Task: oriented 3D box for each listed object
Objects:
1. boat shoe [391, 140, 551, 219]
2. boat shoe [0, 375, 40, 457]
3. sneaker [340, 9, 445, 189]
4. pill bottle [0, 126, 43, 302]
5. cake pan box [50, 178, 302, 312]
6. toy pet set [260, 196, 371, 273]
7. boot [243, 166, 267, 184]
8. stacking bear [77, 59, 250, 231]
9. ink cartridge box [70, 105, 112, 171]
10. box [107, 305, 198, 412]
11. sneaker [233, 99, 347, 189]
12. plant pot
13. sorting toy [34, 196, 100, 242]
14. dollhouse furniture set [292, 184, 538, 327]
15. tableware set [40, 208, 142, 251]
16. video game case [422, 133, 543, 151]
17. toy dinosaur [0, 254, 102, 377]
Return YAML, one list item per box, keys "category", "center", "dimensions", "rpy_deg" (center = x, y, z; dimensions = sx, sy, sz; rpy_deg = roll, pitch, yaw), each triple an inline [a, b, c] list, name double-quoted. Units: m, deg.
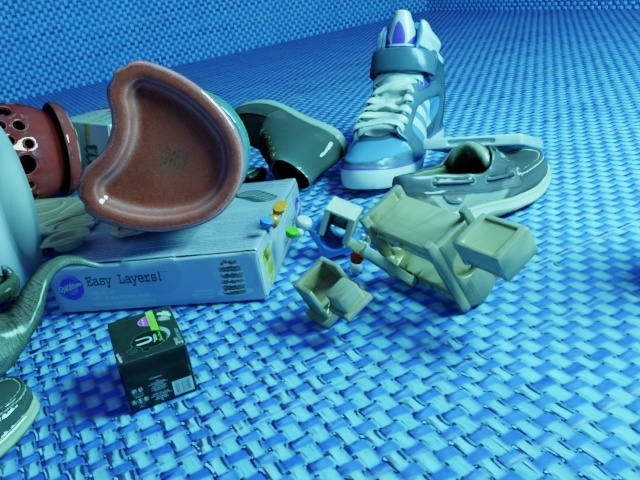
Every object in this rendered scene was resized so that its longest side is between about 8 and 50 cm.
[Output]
- category: "boat shoe"
  center: [0.197, -0.080, 0.877]
  dimensions: [0.285, 0.092, 0.103]
  rpy_deg: [-23, 23, -33]
- category: "boat shoe"
  center: [-0.327, 0.162, 0.533]
  dimensions: [0.080, 0.073, 0.223]
  rpy_deg: [11, 30, 40]
- category: "sneaker"
  center: [0.109, -0.234, 1.091]
  dimensions: [0.130, 0.236, 0.323]
  rpy_deg: [3, 25, 28]
- category: "pill bottle"
  center: [-0.562, 0.002, 0.806]
  dimensions: [0.407, 0.229, 0.229]
  rpy_deg: [-14, 23, -10]
- category: "cake pan box"
  center: [-0.172, 0.000, 0.870]
  dimensions: [0.266, 0.070, 0.246]
  rpy_deg: [-5, 21, 9]
- category: "toy pet set"
  center: [0.000, 0.000, 0.801]
  dimensions: [0.122, 0.065, 0.114]
  rpy_deg: [23, 34, 10]
- category: "boot"
  center: [-0.155, -0.121, 1.167]
  dimensions: [0.161, 0.083, 0.246]
  rpy_deg: [16, 31, 23]
- category: "stacking bear"
  center: [-0.169, -0.115, 0.863]
  dimensions: [0.164, 0.175, 0.289]
  rpy_deg: [19, 10, -8]
- category: "ink cartridge box"
  center: [-0.367, -0.175, 1.280]
  dimensions: [0.176, 0.127, 0.128]
  rpy_deg: [14, 32, 42]
- category: "box"
  center: [-0.154, 0.105, 0.630]
  dimensions: [0.062, 0.052, 0.083]
  rpy_deg: [-16, 25, -18]
- category: "sneaker"
  center: [-0.079, -0.158, 1.117]
  dimensions: [0.222, 0.083, 0.118]
  rpy_deg: [19, 46, 26]
- category: "plant pot"
  center: [-0.526, -0.150, 1.215]
  dimensions: [0.174, 0.191, 0.191]
  rpy_deg: [-16, 22, -33]
- category: "sorting toy"
  center: [-0.417, -0.028, 1.079]
  dimensions: [0.193, 0.038, 0.208]
  rpy_deg: [-2, 19, 17]
- category: "dollhouse furniture set"
  center: [0.093, 0.053, 0.653]
  dimensions: [0.161, 0.101, 0.182]
  rpy_deg: [-43, 33, -13]
- category: "tableware set"
  center: [-0.273, -0.024, 0.859]
  dimensions: [0.141, 0.020, 0.168]
  rpy_deg: [-18, 23, -15]
- category: "video game case"
  center: [0.247, -0.143, 1.036]
  dimensions: [0.143, 0.019, 0.157]
  rpy_deg: [0, 4, 28]
- category: "toy dinosaur"
  center: [-0.361, 0.107, 0.668]
  dimensions: [0.313, 0.121, 0.160]
  rpy_deg: [-12, 34, -19]
